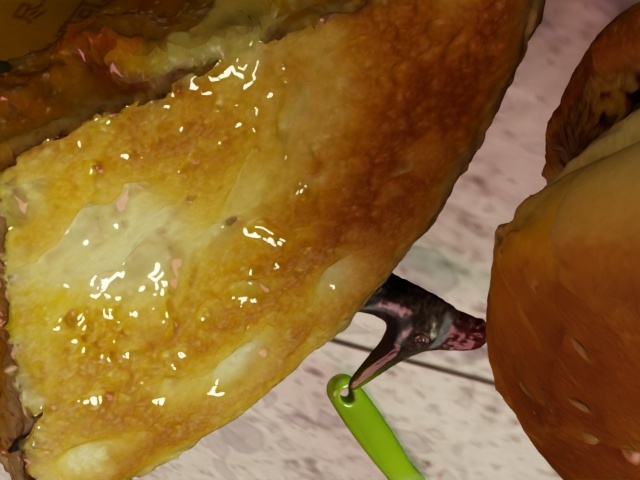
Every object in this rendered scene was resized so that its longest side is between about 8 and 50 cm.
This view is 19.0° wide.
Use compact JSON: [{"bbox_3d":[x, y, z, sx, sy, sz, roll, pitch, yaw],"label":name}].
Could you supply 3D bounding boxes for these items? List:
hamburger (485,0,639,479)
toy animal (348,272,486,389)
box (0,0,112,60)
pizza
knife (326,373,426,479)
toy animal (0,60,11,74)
[{"bbox_3d":[0.216,0.041,0.718,0.314,0.170,0.290,17,155,16],"label":"hamburger"},{"bbox_3d":[-0.008,0.003,0.944,0.202,0.070,0.105,32,131,1],"label":"toy animal"},{"bbox_3d":[-0.146,-0.127,0.643,0.279,0.041,0.153,5,144,-41],"label":"box"},{"bbox_3d":[-0.046,-0.031,0.721,0.226,0.335,0.086,19,-152,-46],"label":"pizza"},{"bbox_3d":[0.047,0.137,1.147,0.026,0.022,0.184,34,164,47],"label":"knife"},{"bbox_3d":[-0.182,-0.065,0.849,0.216,0.191,0.338,-10,134,36],"label":"toy animal"}]
